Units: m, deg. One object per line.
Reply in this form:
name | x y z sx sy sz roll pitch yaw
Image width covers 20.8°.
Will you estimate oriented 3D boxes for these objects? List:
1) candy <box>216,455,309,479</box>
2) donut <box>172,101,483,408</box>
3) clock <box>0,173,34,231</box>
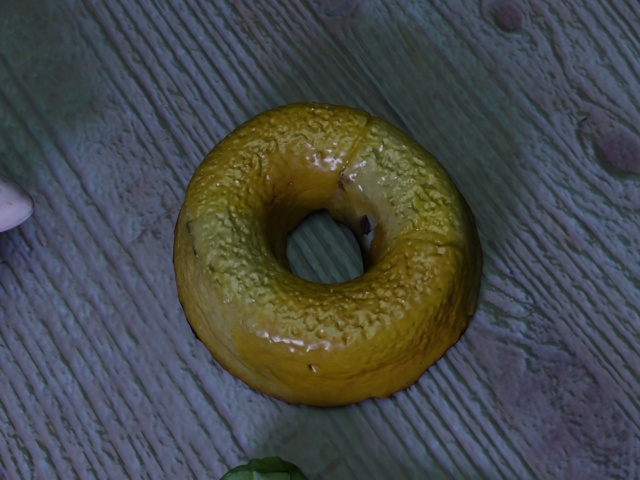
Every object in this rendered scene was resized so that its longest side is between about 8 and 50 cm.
candy | 0.070 0.233 1.517 0.335 0.092 0.093 0 99 -2
donut | 0.000 0.000 1.604 0.303 0.110 0.303 -2 66 4
clock | -0.480 0.012 1.575 0.368 0.250 0.377 40 76 20
